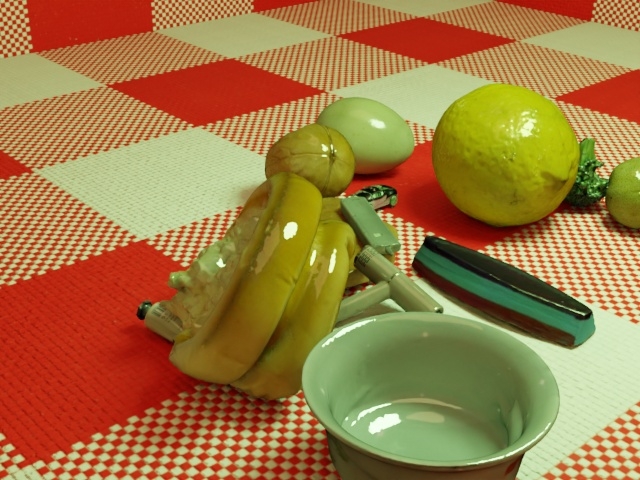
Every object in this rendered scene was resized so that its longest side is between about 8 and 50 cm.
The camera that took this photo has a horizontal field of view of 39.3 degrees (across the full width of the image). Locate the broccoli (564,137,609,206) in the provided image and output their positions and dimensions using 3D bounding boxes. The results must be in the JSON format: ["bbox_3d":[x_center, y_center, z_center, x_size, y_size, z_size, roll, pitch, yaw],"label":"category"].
[{"bbox_3d":[0.606,-0.157,2.076,0.167,0.160,0.155,3,3,-38],"label":"broccoli"}]

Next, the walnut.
[{"bbox_3d":[-0.026,-0.169,2.039,0.193,0.193,0.226,-21,6,-37],"label":"walnut"}]

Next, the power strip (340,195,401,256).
[{"bbox_3d":[0.103,-0.026,1.824,0.060,0.027,0.252,-6,30,-16],"label":"power strip"}]

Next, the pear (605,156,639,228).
[{"bbox_3d":[0.705,-0.103,1.981,0.137,0.167,0.167,8,25,38],"label":"pear"}]

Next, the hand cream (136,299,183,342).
[{"bbox_3d":[-0.217,0.164,1.549,0.234,0.050,0.080,23,33,23],"label":"hand cream"}]

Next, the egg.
[{"bbox_3d":[0.108,-0.256,2.220,0.254,0.188,0.188,16,29,7],"label":"egg"}]

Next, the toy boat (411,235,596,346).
[{"bbox_3d":[0.332,0.087,1.692,0.392,0.079,0.136,27,35,36],"label":"toy boat"}]

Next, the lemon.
[{"bbox_3d":[0.403,-0.188,1.979,0.336,0.335,0.336,1,27,0],"label":"lemon"}]

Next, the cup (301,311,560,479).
[{"bbox_3d":[0.145,0.257,1.247,0.348,0.163,0.347,1,27,-1],"label":"cup"}]

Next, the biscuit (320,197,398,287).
[{"bbox_3d":[0.000,0.000,1.855,0.312,0.057,0.351,-11,31,-24],"label":"biscuit"}]

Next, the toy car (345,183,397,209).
[{"bbox_3d":[0.116,-0.099,2.057,0.142,0.055,0.069,-22,31,-39],"label":"toy car"}]

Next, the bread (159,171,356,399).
[{"bbox_3d":[-0.096,0.082,1.510,0.329,0.245,0.424,-31,26,27],"label":"bread"}]

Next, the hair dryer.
[{"bbox_3d":[0.080,0.125,1.612,0.220,0.053,0.195,-33,56,-27],"label":"hair dryer"}]
